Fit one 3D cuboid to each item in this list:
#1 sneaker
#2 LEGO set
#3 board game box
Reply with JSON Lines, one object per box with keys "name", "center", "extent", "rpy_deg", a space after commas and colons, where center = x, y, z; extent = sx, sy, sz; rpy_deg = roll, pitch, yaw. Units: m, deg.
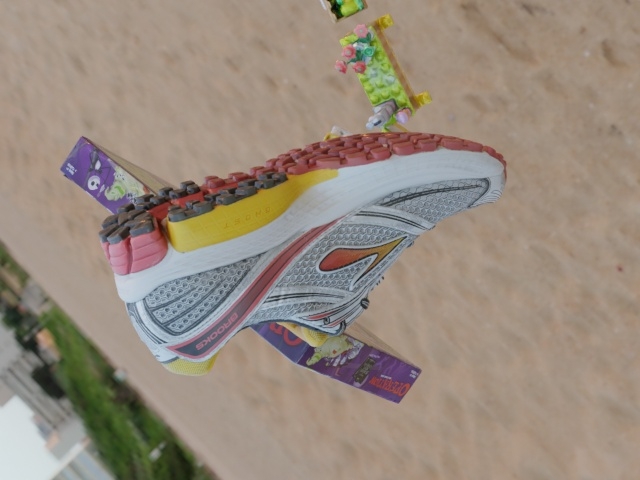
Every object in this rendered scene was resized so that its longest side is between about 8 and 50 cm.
{"name": "sneaker", "center": [0.000, 0.000, 0.594], "extent": [0.088, 0.225, 0.092], "rpy_deg": [16, 122, 61]}
{"name": "LEGO set", "center": [0.030, -0.104, 1.064], "extent": [0.132, 0.107, 0.287], "rpy_deg": [14, 119, 13]}
{"name": "board game box", "center": [-0.078, 0.027, 1.105], "extent": [0.347, 0.056, 0.208], "rpy_deg": [36, -173, 33]}
